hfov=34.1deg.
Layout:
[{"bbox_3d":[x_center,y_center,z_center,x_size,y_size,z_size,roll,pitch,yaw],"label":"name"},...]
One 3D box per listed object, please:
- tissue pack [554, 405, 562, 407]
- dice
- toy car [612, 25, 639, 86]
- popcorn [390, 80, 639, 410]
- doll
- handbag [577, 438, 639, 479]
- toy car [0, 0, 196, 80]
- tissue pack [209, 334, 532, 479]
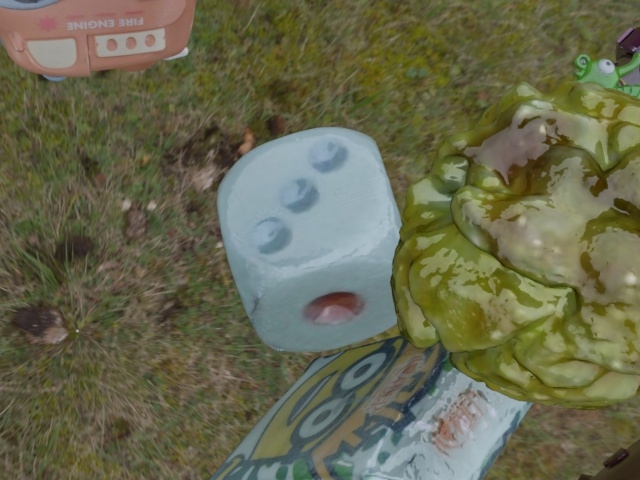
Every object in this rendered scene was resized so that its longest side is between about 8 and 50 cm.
[{"bbox_3d":[0.309,0.089,1.413,0.159,0.125,0.234,23,69,-6],"label":"tissue pack"},{"bbox_3d":[0.000,0.000,1.648,0.268,0.264,0.262,-17,56,6],"label":"dice"},{"bbox_3d":[0.612,-0.198,1.867,0.240,0.271,0.340,-43,75,7],"label":"toy car"},{"bbox_3d":[0.197,-0.004,0.857,0.282,0.247,0.282,4,62,-8],"label":"popcorn"},{"bbox_3d":[0.419,-0.190,1.390,0.190,0.050,0.115,32,84,2],"label":"doll"},{"bbox_3d":[0.399,0.312,1.293,0.260,0.275,0.084,-40,84,7],"label":"handbag"},{"bbox_3d":[-0.270,-0.287,1.204,0.271,0.212,0.180,-6,42,-12],"label":"toy car"},{"bbox_3d":[0.050,0.208,1.092,0.128,0.311,0.228,51,56,-11],"label":"tissue pack"}]
